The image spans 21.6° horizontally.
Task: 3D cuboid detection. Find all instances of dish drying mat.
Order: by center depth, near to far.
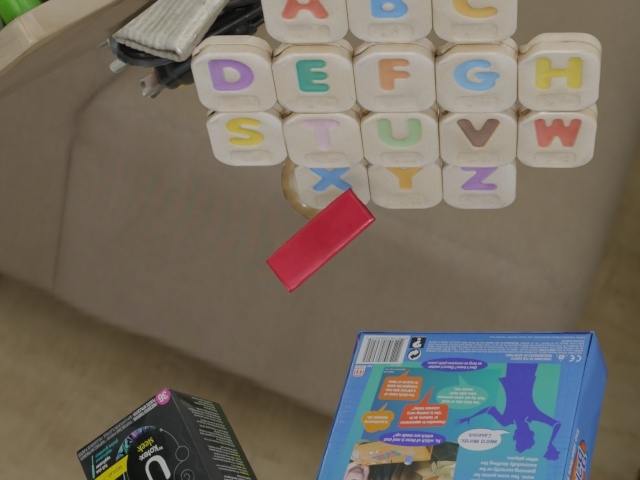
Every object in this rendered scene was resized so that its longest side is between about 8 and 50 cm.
[{"bbox_3d":[0.000,0.000,1.216,0.083,0.008,0.032,-41,72,10],"label":"dish drying mat"}]

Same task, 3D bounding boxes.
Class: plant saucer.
[{"bbox_3d":[-0.001,-0.062,1.783,0.083,0.015,0.083,6,76,-25],"label":"plant saucer"}]

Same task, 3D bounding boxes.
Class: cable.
[{"bbox_3d":[-0.070,-0.208,1.408,0.287,0.139,0.072,-31,59,17],"label":"cable"}]

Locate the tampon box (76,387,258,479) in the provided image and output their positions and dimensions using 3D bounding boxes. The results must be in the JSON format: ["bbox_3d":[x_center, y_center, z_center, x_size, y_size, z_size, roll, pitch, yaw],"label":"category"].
[{"bbox_3d":[-0.131,0.242,1.573,0.101,0.120,0.161,26,31,-59],"label":"tampon box"}]

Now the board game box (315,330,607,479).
[{"bbox_3d":[0.077,0.150,1.007,0.160,0.047,0.210,-1,49,24],"label":"board game box"}]

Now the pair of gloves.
[{"bbox_3d":[-0.131,-0.245,1.293,0.240,0.042,0.204,28,63,34],"label":"pair of gloves"}]

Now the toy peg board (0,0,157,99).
[{"bbox_3d":[-0.149,-0.132,0.853,0.160,0.161,0.079,-38,98,-41],"label":"toy peg board"}]

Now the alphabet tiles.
[{"bbox_3d":[0.055,-0.096,1.195,0.284,0.278,0.021,1,58,6],"label":"alphabet tiles"}]
